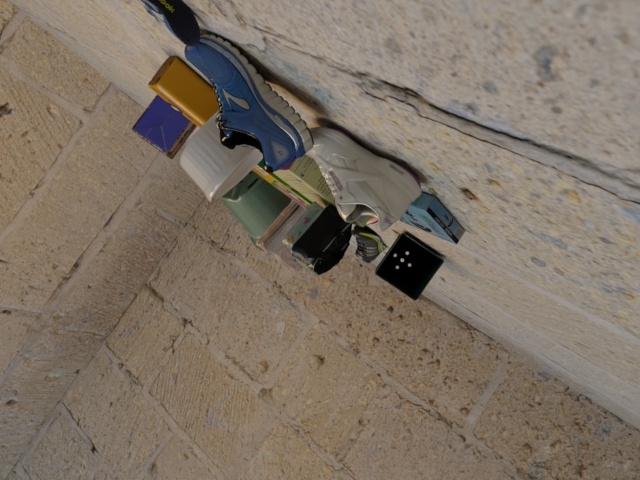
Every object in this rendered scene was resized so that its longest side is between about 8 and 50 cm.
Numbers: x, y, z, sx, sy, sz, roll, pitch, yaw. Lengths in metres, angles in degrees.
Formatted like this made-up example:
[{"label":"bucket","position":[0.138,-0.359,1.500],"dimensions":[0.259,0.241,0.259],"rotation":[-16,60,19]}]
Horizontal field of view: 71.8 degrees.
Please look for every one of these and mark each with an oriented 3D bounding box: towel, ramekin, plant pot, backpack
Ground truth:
[{"label":"towel","position":[-0.066,-0.045,1.771],"dimensions":[0.053,0.331,0.317],"rotation":[40,179,32]},{"label":"ramekin","position":[-0.247,-0.246,1.196],"dimensions":[0.135,0.277,0.277],"rotation":[44,176,-7]},{"label":"plant pot","position":[0.298,0.080,1.556],"dimensions":[0.166,0.165,0.234],"rotation":[34,-175,2]},{"label":"plant pot","position":[-0.237,-0.179,1.836],"dimensions":[0.341,0.341,0.334],"rotation":[32,168,39]},{"label":"backpack","position":[0.000,0.000,1.129],"dimensions":[0.144,0.165,0.188],"rotation":[35,174,20]}]

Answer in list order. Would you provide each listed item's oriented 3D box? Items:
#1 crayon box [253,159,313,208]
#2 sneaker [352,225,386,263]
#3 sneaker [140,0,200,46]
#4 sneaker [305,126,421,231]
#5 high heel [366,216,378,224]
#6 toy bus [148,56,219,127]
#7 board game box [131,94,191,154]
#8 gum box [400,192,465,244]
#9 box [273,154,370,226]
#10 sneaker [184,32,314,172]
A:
[{"label":"crayon box","position":[-0.097,-0.199,1.482],"dimensions":[0.278,0.081,0.165],"rotation":[36,175,-12]},{"label":"sneaker","position":[0.205,0.026,1.969],"dimensions":[0.111,0.121,0.300],"rotation":[32,176,33]},{"label":"sneaker","position":[-0.282,-0.424,0.816],"dimensions":[0.144,0.053,0.059],"rotation":[45,171,-28]},{"label":"sneaker","position":[0.049,-0.132,0.916],"dimensions":[0.305,0.152,0.114],"rotation":[34,178,26]},{"label":"high heel","position":[0.161,-0.085,1.404],"dimensions":[0.117,0.082,0.244],"rotation":[3,177,-27]},{"label":"toy bus","position":[-0.344,-0.397,1.337],"dimensions":[0.333,0.108,0.130],"rotation":[37,174,-39]},{"label":"board game box","position":[-0.555,-0.443,1.647],"dimensions":[0.141,0.232,0.291],"rotation":[36,176,-16]},{"label":"gum box","position":[0.225,-0.071,1.037],"dimensions":[0.157,0.041,0.184],"rotation":[36,175,-40]},{"label":"box","position":[0.015,-0.160,1.156],"dimensions":[0.243,0.117,0.213],"rotation":[36,176,-20]},{"label":"sneaker","position":[-0.168,-0.270,0.882],"dimensions":[0.330,0.147,0.130],"rotation":[47,178,8]}]
